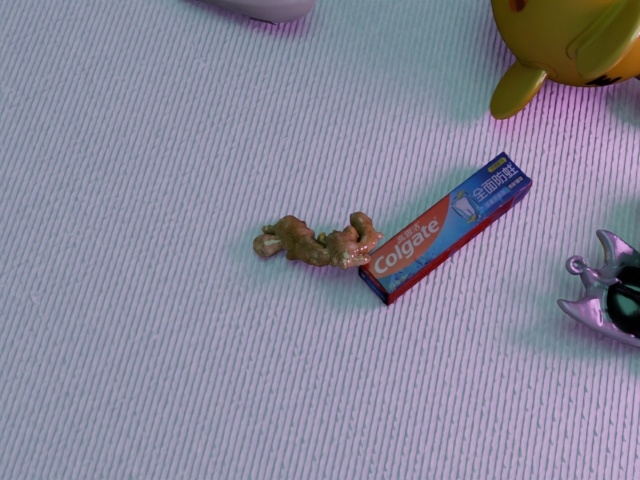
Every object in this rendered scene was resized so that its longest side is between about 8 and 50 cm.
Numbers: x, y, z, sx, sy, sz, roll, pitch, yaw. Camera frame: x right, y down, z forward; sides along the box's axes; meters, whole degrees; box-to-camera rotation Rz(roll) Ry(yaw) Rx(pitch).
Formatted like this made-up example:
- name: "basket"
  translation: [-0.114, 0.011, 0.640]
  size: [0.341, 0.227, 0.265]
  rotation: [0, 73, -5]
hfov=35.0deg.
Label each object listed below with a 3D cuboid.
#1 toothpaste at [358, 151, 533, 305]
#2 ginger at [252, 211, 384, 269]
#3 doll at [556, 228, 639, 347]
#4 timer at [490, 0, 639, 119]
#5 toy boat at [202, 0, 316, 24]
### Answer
- name: "toothpaste"
  translation: [0.207, -0.021, 1.677]
  size: [0.320, 0.066, 0.076]
  rotation: [-37, 73, -16]
- name: "ginger"
  translation: [0.000, 0.000, 1.644]
  size: [0.193, 0.052, 0.176]
  rotation: [-27, 37, -12]
- name: "doll"
  translation: [0.524, 0.114, 1.605]
  size: [0.316, 0.103, 0.145]
  rotation: [33, 98, 2]
- name: "timer"
  translation: [0.442, -0.386, 1.690]
  size: [0.376, 0.376, 0.387]
  rotation: [19, 69, 7]
- name: "toy boat"
  translation: [-0.127, -0.475, 1.832]
  size: [0.269, 0.141, 0.141]
  rotation: [15, 68, 6]
